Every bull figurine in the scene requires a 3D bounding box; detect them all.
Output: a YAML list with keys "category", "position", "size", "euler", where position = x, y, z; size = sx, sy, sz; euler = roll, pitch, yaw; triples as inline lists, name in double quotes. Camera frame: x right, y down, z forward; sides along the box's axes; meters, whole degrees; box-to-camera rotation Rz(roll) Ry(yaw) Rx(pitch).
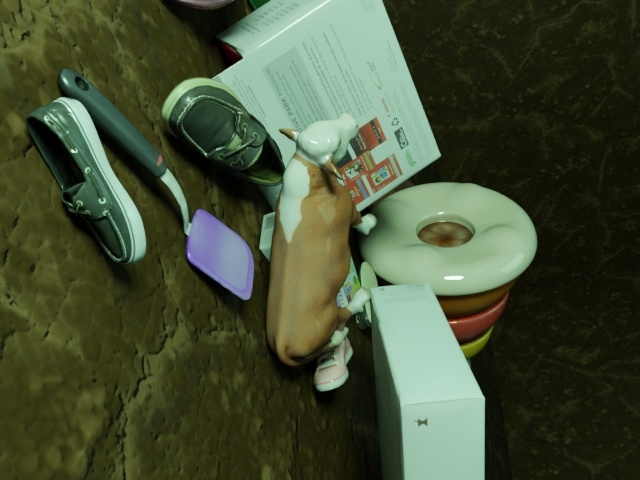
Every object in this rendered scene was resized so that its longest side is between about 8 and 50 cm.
- category: "bull figurine"
  position: [0.000, 0.000, 0.788]
  size: [0.188, 0.101, 0.311]
  euler: [9, 92, -62]

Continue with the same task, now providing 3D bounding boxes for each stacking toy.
- category: "stacking toy"
  position: [0.269, 0.145, 1.358]
  size: [0.351, 0.350, 0.480]
  euler: [-80, 166, -52]

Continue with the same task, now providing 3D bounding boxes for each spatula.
- category: "spatula"
  position: [-0.150, -0.051, 0.617]
  size: [0.084, 0.030, 0.296]
  euler: [-88, 154, -44]

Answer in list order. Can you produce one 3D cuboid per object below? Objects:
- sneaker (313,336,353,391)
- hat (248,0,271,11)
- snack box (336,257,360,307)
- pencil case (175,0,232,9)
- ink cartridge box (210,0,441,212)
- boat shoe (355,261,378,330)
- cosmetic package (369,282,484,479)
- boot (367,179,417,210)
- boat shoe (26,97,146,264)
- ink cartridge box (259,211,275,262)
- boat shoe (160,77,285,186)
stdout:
- category: "sneaker"
  position: [0.010, 0.156, 0.879]
  size: [0.134, 0.050, 0.070]
  euler: [-55, 125, -71]
- category: "hat"
  position: [-0.033, -0.470, 1.051]
  size: [0.173, 0.183, 0.209]
  euler: [14, 62, -69]
- category: "snack box"
  position: [0.026, 0.045, 1.031]
  size: [0.100, 0.037, 0.141]
  euler: [-27, 100, -72]
- category: "pencil case"
  position: [-0.142, -0.471, 0.794]
  size: [0.160, 0.167, 0.386]
  euler: [19, 48, -24]
- category: "ink cartridge box"
  position: [-0.007, -0.188, 0.910]
  size: [0.130, 0.271, 0.310]
  euler: [48, -10, 53]
- category: "boat shoe"
  position: [0.081, 0.100, 1.141]
  size: [0.048, 0.042, 0.133]
  euler: [27, 47, -38]
- category: "cosmetic package"
  position: [0.133, 0.285, 0.813]
  size: [0.284, 0.097, 0.378]
  euler: [-90, 175, -69]
- category: "boot"
  position: [0.162, -0.118, 1.530]
  size: [0.280, 0.096, 0.264]
  euler: [46, 40, -41]
- category: "boat shoe"
  position: [-0.186, -0.041, 0.493]
  size: [0.040, 0.049, 0.142]
  euler: [-38, 110, -50]
- category: "ink cartridge box"
  position: [-0.044, 0.020, 0.863]
  size: [0.063, 0.029, 0.115]
  euler: [-87, 154, -42]
- category: "boat shoe"
  position: [-0.096, -0.116, 0.721]
  size: [0.073, 0.080, 0.223]
  euler: [42, 5, 20]
